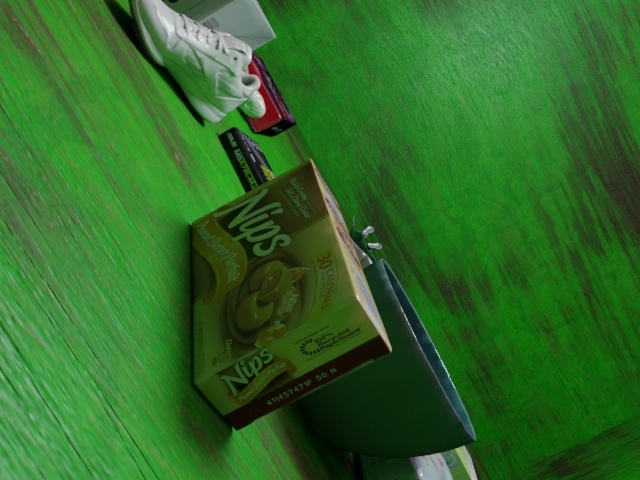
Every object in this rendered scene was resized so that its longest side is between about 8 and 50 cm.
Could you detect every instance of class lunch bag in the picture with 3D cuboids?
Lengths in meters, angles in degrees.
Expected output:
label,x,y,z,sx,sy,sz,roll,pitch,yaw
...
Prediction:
label,x,y,z,sx,sy,sz,roll,pitch,yaw
lunch bag,0.142,0.384,1.187,0.224,0.108,0.279,56,8,-22

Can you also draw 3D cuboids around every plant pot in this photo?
label,x,y,z,sx,sy,sz,roll,pitch,yaw
plant pot,0.073,0.199,1.037,0.290,0.195,0.290,60,8,-13

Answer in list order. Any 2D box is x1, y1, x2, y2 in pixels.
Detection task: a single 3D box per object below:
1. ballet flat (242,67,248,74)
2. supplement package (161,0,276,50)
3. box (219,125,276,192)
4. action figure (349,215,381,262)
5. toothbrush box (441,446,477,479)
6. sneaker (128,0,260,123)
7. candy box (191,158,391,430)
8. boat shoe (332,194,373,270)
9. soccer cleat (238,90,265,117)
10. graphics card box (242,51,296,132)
label,x,y,z,sx,sy,sz,roll,pitch,yaw
ballet flat,-0.263,-0.457,1.550,0.348,0.123,0.123,67,8,29
supplement package,-0.229,-0.461,1.390,0.203,0.194,0.149,65,7,25
box,-0.128,-0.132,1.478,0.184,0.045,0.191,61,7,9
action figure,0.079,0.051,1.785,0.232,0.064,0.137,-53,-128,54
toothbrush box,0.241,0.445,1.599,0.283,0.122,0.206,60,8,-7
sneaker,-0.214,-0.340,1.227,0.305,0.152,0.114,50,16,-54
candy box,-0.050,0.043,0.813,0.087,0.183,0.316,59,8,-31
boat shoe,0.000,0.000,1.685,0.355,0.132,0.130,60,-19,10
soccer cleat,-0.213,-0.394,1.802,0.196,0.068,0.076,54,13,-3
graphics card box,-0.177,-0.420,2.026,0.232,0.094,0.371,61,6,-3
